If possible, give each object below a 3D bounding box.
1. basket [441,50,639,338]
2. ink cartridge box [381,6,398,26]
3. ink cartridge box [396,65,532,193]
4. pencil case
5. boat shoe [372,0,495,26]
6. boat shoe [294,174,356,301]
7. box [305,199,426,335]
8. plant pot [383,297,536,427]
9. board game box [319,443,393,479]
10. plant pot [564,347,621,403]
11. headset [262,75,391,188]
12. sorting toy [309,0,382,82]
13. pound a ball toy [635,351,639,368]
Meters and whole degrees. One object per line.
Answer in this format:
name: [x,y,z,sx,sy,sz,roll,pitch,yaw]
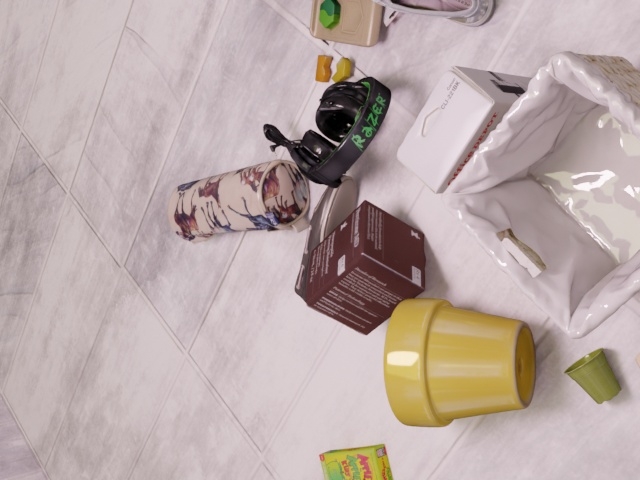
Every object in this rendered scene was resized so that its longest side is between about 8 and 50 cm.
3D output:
basket: [0.445,-0.087,1.273,0.328,0.266,0.331,49,129,18]
ink cartridge box: [0.144,-0.526,1.720,0.063,0.029,0.115,-43,66,41]
ink cartridge box: [0.296,-0.196,1.439,0.114,0.273,0.197,49,124,30]
pencil case: [-0.216,-0.086,2.013,0.410,0.160,0.183,-7,100,44]
boat shoe: [0.191,-0.510,1.592,0.320,0.103,0.118,29,112,25]
boat shoe: [0.000,0.000,1.851,0.095,0.112,0.335,24,114,35]
box: [0.096,0.061,1.686,0.203,0.167,0.168,-45,26,36]
plant pot: [0.278,0.238,1.532,0.239,0.254,0.254,-2,92,29]
board game box: [0.082,0.537,1.868,0.181,0.043,0.092,-21,79,43]
plant pot: [0.498,0.249,1.431,0.083,0.083,0.079,-41,79,38]
headset: [0.005,-0.240,1.732,0.243,0.185,0.394,-62,17,-15]
sorting toy: [0.048,-0.503,1.780,0.229,0.041,0.307,26,114,49]
pound a ball toy: [0.659,0.132,1.170,0.319,0.208,0.136,-48,62,35]
